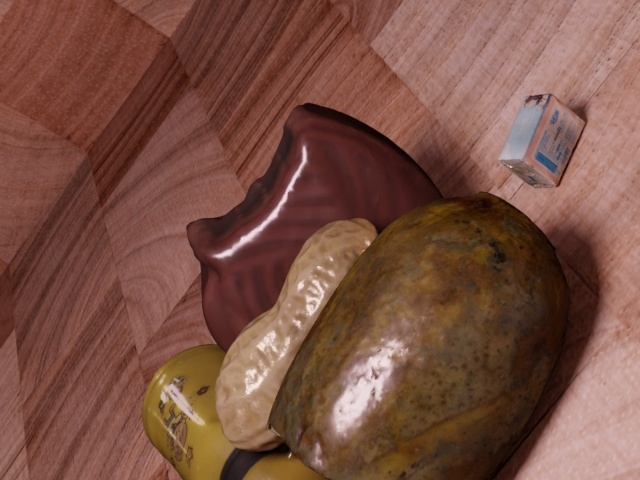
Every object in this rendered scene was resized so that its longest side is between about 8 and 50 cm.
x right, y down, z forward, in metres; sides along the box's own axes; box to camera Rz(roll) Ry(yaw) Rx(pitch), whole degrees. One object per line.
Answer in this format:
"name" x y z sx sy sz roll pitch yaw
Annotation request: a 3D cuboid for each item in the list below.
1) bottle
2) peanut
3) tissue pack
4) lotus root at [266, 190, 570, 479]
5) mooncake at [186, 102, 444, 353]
"bottle" -0.093 0.269 1.830 0.172 0.171 0.351 -57 30 2
"peanut" -0.022 0.105 1.679 0.298 0.120 0.136 -56 44 6
"tissue pack" 0.262 -0.117 1.738 0.058 0.074 0.094 5 64 55
"lotus root" 0.119 0.117 1.549 0.346 0.250 0.250 -56 24 -6
"mooncake" 0.000 0.000 1.804 0.325 0.334 0.174 -16 18 -1
